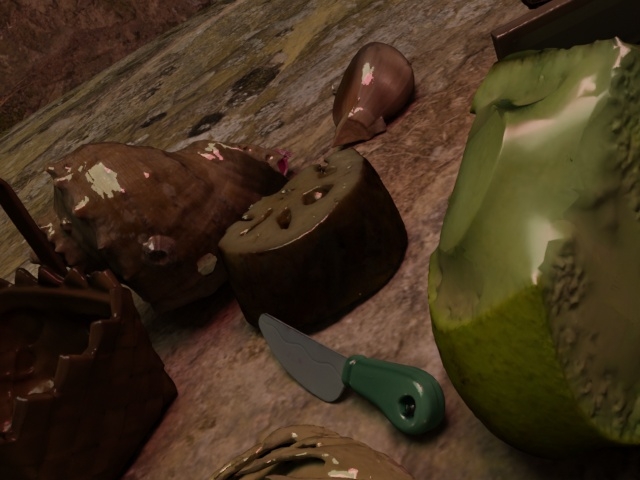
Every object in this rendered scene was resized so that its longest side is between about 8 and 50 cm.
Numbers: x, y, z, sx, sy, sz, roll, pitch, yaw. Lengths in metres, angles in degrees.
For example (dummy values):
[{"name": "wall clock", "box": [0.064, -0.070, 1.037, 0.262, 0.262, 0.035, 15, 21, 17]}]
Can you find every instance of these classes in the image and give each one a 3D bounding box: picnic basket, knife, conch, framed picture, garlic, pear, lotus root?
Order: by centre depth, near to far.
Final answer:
[{"name": "pear", "box": [0.206, 0.024, 0.540, 0.176, 0.286, 0.282, 11, 82, 67]}, {"name": "knife", "box": [0.016, 0.128, 0.698, 0.034, 0.063, 0.260, -1, 9, -40]}, {"name": "picnic basket", "box": [-0.343, 0.120, 0.750, 0.291, 0.321, 0.254, -2, 37, 34]}, {"name": "framed picture", "box": [0.335, -0.203, 0.760, 0.289, 0.213, 0.016, -26, 45, 5]}, {"name": "lotus root", "box": [0.000, 0.000, 0.827, 0.235, 0.119, 0.138, -38, 32, -18]}, {"name": "conch", "box": [-0.189, -0.007, 0.888, 0.324, 0.263, 0.186, -8, 55, 4]}, {"name": "garlic", "box": [0.080, -0.264, 1.192, 0.148, 0.128, 0.266, -11, 23, 7]}]

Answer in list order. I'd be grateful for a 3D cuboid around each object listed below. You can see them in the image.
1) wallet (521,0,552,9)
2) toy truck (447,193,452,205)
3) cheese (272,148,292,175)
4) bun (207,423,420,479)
[{"name": "wallet", "box": [0.403, -0.365, 0.915, 0.317, 0.044, 0.169, -32, 21, -36]}, {"name": "toy truck", "box": [0.204, -0.027, 0.717, 0.077, 0.100, 0.169, -40, 33, -20]}, {"name": "cheese", "box": [-0.138, -0.062, 1.087, 0.244, 0.062, 0.155, -44, 33, -21]}, {"name": "bun", "box": [-0.030, 0.232, 0.452, 0.259, 0.152, 0.259, -29, 29, 18]}]
